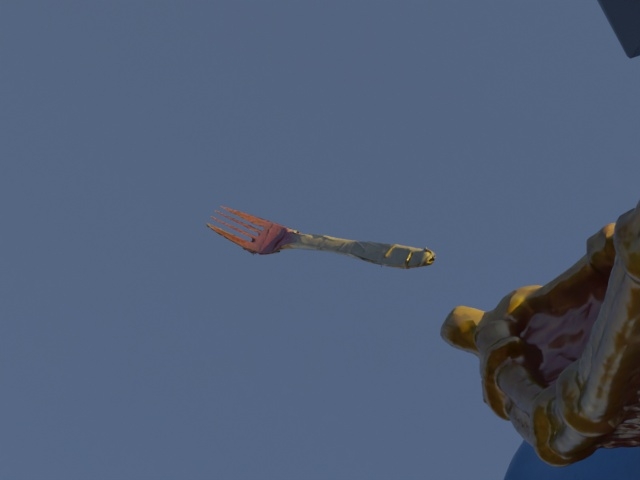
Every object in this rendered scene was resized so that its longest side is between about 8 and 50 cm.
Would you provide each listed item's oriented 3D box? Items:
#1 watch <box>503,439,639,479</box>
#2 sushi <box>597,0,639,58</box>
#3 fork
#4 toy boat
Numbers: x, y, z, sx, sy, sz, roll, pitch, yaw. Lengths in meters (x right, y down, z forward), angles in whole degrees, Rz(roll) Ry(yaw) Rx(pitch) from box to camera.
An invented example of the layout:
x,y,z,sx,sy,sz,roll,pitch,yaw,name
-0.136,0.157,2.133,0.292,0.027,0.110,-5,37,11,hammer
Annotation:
x,y,z,sx,sy,sz,roll,pitch,yaw,name
0.187,0.174,0.766,0.274,0.305,0.241,51,-45,1,watch
0.151,-0.225,0.577,0.212,0.215,0.227,-18,-110,-18,sushi
0.001,0.001,0.714,0.012,0.115,0.016,44,-114,-41,fork
0.111,-0.008,0.584,0.099,0.318,0.141,31,-117,6,toy boat
